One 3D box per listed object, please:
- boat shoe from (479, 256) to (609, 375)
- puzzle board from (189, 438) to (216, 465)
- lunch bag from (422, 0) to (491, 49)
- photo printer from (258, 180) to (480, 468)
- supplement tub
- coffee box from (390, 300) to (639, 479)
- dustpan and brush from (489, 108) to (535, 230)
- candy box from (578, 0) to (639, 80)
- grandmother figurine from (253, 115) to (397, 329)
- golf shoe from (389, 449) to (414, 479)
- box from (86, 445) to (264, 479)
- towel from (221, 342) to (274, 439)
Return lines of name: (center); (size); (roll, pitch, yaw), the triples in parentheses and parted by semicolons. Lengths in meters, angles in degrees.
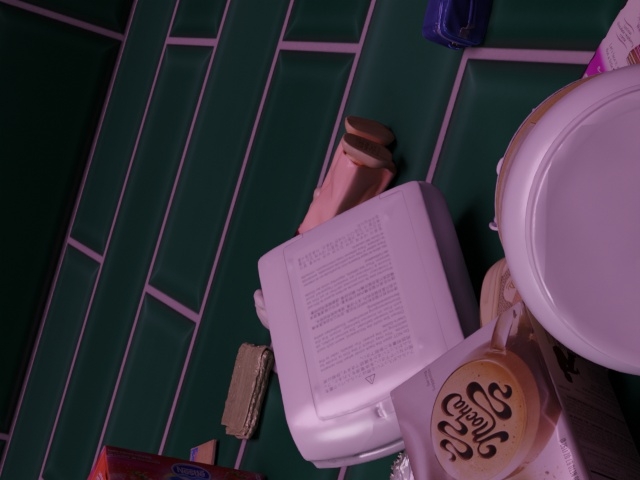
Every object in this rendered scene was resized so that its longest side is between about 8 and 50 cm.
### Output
boat shoe: (0.223, 0.143, 1.390); (0.110, 0.122, 0.341); (-45, 37, 48)
puzzle board: (-0.193, 0.390, 2.247); (0.096, 0.011, 0.128); (-32, 47, 57)
lunch bag: (0.178, -0.293, 1.802); (0.065, 0.067, 0.098); (-6, 71, 64)
photo printer: (0.065, 0.106, 1.640); (0.256, 0.107, 0.307); (-27, 49, 16)
supplement tub: (0.264, -0.022, 1.128); (0.331, 0.241, 0.241); (-42, -29, -82)
coffee box: (0.188, 0.227, 1.214); (0.168, 0.119, 0.297); (-38, 46, 27)
dustpan and brush: (0.240, -0.065, 1.546); (0.211, 0.060, 0.147); (37, 109, 64)
candy box: (0.335, -0.157, 1.374); (0.159, 0.071, 0.233); (-104, 33, -47)
grandmother figurine: (0.000, 0.000, 1.981); (0.342, 0.104, 0.208); (-63, -1, 29)
golf shoe: (0.115, 0.292, 1.622); (0.086, 0.069, 0.176); (33, 95, 25)
box: (-0.206, 0.394, 1.976); (0.128, 0.257, 0.122); (-60, 30, 28)
towel: (-0.112, 0.232, 2.151); (0.110, 0.027, 0.148); (0, 77, 65)
